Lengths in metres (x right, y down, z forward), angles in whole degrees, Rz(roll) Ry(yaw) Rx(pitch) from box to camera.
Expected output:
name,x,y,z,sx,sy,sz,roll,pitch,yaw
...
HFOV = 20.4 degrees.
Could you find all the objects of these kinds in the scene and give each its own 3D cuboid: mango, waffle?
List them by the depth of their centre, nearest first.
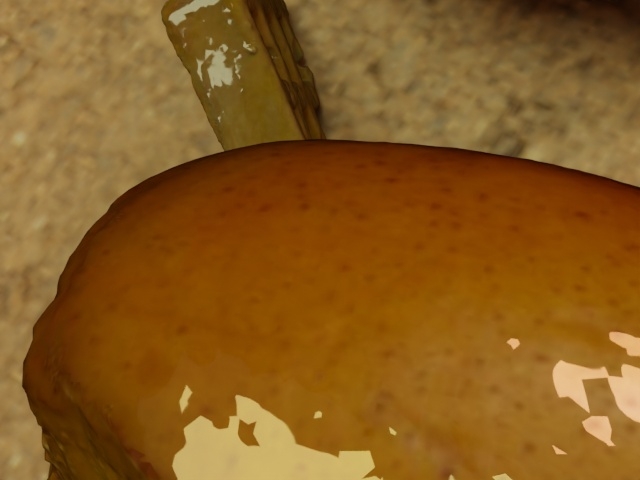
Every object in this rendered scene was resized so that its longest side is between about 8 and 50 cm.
name,x,y,z,sx,sy,sz,roll,pitch,yaw
mango,0.075,0.093,0.462,0.350,0.201,0.199,22,105,17
waffle,0.000,0.000,0.642,0.032,0.125,0.191,-21,92,7
